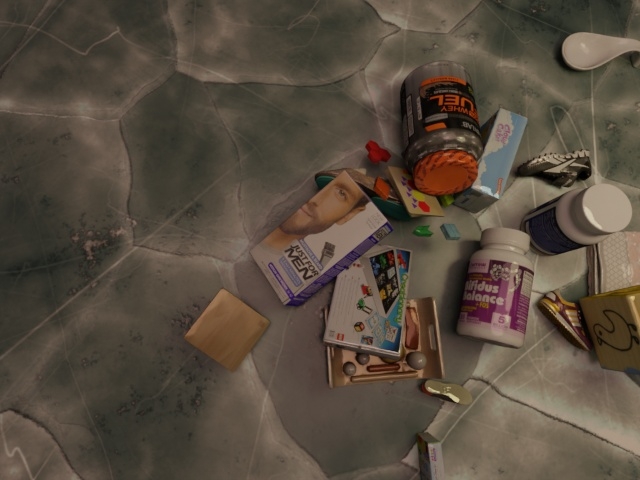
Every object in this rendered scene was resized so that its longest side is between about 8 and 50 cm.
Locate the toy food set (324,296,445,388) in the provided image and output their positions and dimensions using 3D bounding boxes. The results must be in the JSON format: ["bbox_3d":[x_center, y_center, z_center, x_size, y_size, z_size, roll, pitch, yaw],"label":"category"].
[{"bbox_3d":[0.167,0.272,1.092,0.306,0.092,0.219,-4,78,-4],"label":"toy food set"}]

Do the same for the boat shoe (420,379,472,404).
[{"bbox_3d":[0.339,0.412,1.097,0.137,0.043,0.049,15,52,-1],"label":"boat shoe"}]

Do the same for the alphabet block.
[{"bbox_3d":[0.835,0.220,1.039,0.194,0.192,0.197,-12,79,-5],"label":"alphabet block"}]

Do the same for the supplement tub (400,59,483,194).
[{"bbox_3d":[0.334,-0.311,1.137,0.207,0.207,0.337,2,65,-2],"label":"supplement tub"}]

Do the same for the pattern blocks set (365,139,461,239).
[{"bbox_3d":[0.262,-0.138,1.143,0.286,0.026,0.324,10,51,-26],"label":"pattern blocks set"}]

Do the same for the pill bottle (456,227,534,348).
[{"bbox_3d":[0.478,0.125,1.099,0.169,0.169,0.301,15,77,1],"label":"pill bottle"}]

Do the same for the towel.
[{"bbox_3d":[0.943,0.133,1.180,0.317,0.053,0.331,6,79,-2],"label":"towel"}]

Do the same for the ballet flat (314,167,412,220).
[{"bbox_3d":[0.140,-0.152,1.191,0.316,0.107,0.106,22,58,-3],"label":"ballet flat"}]

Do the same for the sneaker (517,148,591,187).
[{"bbox_3d":[0.718,-0.209,1.229,0.235,0.078,0.106,-9,76,-7],"label":"sneaker"}]

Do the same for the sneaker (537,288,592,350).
[{"bbox_3d":[0.706,0.222,1.140,0.084,0.069,0.185,-39,83,-5],"label":"sneaker"}]

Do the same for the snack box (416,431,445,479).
[{"bbox_3d":[0.281,0.574,1.028,0.037,0.100,0.141,-4,78,-3],"label":"snack box"}]

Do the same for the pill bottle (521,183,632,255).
[{"bbox_3d":[0.680,-0.052,1.098,0.153,0.264,0.153,0,78,-2],"label":"pill bottle"}]

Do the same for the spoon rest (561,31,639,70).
[{"bbox_3d":[0.925,-0.616,1.324,0.277,0.084,0.137,0,78,-4],"label":"spoon rest"}]

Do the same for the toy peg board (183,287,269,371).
[{"bbox_3d":[-0.252,0.236,1.100,0.161,0.079,0.161,38,79,-10],"label":"toy peg board"}]

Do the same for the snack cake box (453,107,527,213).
[{"bbox_3d":[0.488,-0.227,1.184,0.089,0.152,0.264,23,77,2],"label":"snack cake box"}]

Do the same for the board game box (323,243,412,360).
[{"bbox_3d":[0.132,0.147,1.082,0.193,0.053,0.305,10,59,7],"label":"board game box"}]

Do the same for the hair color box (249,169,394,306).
[{"bbox_3d":[0.000,0.000,1.071,0.339,0.110,0.185,-40,69,7],"label":"hair color box"}]
